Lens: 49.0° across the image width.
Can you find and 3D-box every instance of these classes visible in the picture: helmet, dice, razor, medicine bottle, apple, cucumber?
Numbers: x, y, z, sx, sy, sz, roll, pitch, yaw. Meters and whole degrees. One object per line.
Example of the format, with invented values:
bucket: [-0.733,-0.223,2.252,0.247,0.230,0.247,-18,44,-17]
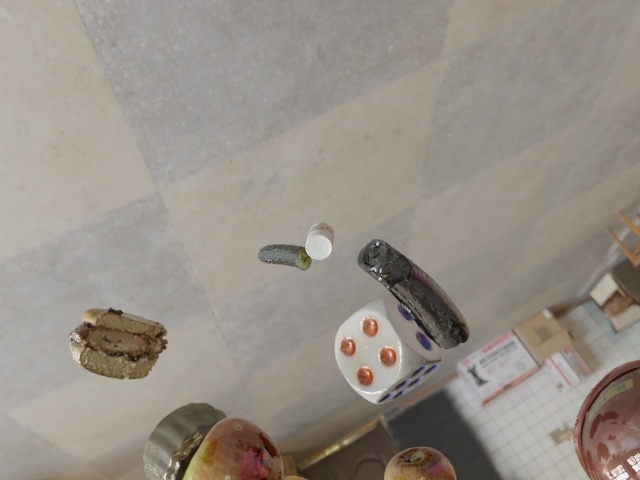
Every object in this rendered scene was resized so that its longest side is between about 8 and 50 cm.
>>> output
helmet: [0.698,0.455,1.484,0.385,0.338,0.230,-46,164,27]
dice: [0.207,0.335,2.157,0.259,0.251,0.243,-45,154,29]
razor: [0.237,0.133,1.769,0.107,0.327,0.189,-46,-160,-4]
medicine bottle: [0.000,0.000,1.478,0.057,0.057,0.089,-40,-168,16]
apple: [-0.213,0.608,1.754,0.277,0.250,0.309,114,3,-56]
apple: [0.291,0.709,2.044,0.211,0.188,0.211,-12,-172,2]
cucumber: [-0.094,0.038,1.739,0.052,0.214,0.058,28,77,-31]

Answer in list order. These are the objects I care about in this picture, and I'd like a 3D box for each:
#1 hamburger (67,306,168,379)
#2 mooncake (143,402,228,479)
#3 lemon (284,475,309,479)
hamburger: [-0.480,0.239,1.671,0.282,0.245,0.156,25,81,-33]
mooncake: [-0.345,0.618,1.987,0.290,0.161,0.291,-17,117,-37]
lemon: [-0.085,0.713,1.882,0.142,0.142,0.187,5,125,-54]
